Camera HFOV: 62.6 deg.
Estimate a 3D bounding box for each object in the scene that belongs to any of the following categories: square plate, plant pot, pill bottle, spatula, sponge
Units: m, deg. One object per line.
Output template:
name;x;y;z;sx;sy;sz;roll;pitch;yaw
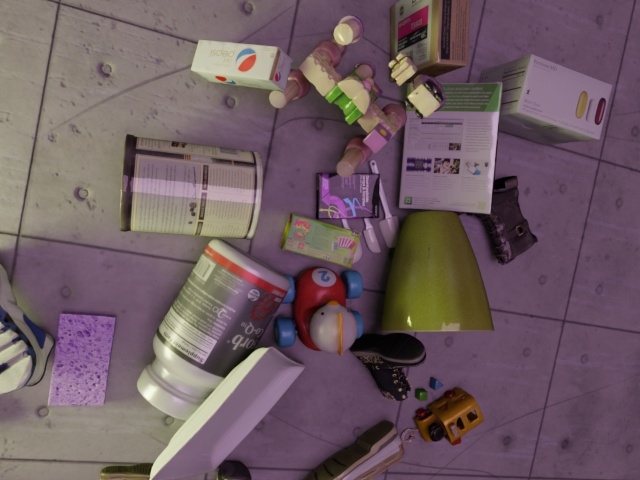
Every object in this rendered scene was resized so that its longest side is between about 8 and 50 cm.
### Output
square plate;-0.195;0.384;1.189;0.049;0.344;0.347;39;81;21
plant pot;0.287;0.082;1.328;0.274;0.275;0.294;3;80;-18
pill bottle;-0.240;0.197;1.177;0.210;0.210;0.363;31;88;-19
spatula;0.115;-0.077;1.367;0.168;0.019;0.242;-20;101;-9
sponge;-0.534;0.267;1.183;0.117;0.031;0.210;8;93;-19

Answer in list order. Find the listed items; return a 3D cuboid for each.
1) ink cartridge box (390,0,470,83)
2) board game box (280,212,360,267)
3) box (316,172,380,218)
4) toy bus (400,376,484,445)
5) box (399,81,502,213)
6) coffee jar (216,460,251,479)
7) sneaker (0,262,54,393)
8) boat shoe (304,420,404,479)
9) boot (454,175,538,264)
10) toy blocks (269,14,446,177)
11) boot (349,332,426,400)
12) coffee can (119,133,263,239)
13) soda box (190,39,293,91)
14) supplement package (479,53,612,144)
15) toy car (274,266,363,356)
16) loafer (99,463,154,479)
ink cartridge box;0.253;-0.490;1.249;0.088;0.234;0.193;-3;96;-18
board game box;0.000;0.000;1.315;0.181;0.043;0.092;15;91;-15
box;0.070;-0.112;1.327;0.162;0.029;0.116;-2;97;-14
toy bus;0.350;0.502;1.458;0.190;0.104;0.202;18;90;-19
box;0.327;-0.233;1.334;0.232;0.058;0.322;6;97;17
coffee jar;-0.222;0.645;1.292;0.079;0.096;0.185;9;92;-21
sneaker;-0.659;0.181;1.088;0.127;0.182;0.316;-29;75;-15
boat shoe;0.093;0.606;1.382;0.302;0.113;0.103;-29;98;-14
boot;0.479;-0.039;1.449;0.262;0.091;0.229;-21;101;-17
toy blocks;0.104;-0.361;1.212;0.288;0.309;0.260;46;39;-9
boot;0.199;0.325;1.333;0.085;0.236;0.179;-44;113;-33
coffee can;-0.280;-0.109;1.135;0.275;0.201;0.202;5;95;-18
soda box;-0.172;-0.380;1.142;0.069;0.216;0.074;15;90;-64
supplement package;0.575;-0.359;1.384;0.261;0.204;0.145;11;92;-18
toy car;0.021;0.178;1.245;0.219;0.238;0.210;-2;97;-18
loafer;-0.440;0.559;1.236;0.147;0.056;0.050;6;95;-9
